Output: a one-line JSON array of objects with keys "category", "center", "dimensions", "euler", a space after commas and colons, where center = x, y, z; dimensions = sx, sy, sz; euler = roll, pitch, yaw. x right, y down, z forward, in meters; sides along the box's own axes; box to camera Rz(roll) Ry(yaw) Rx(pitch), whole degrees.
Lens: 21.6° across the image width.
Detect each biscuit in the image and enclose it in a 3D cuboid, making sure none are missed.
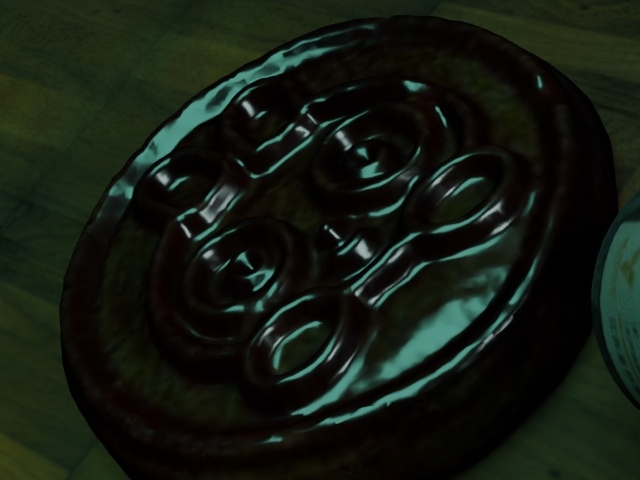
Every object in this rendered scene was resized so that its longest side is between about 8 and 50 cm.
[{"category": "biscuit", "center": [0.000, 0.000, 1.135], "dimensions": [0.407, 0.091, 0.407], "euler": [-18, 44, 19]}]

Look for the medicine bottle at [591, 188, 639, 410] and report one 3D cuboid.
[{"category": "medicine bottle", "center": [0.254, 0.032, 0.808], "dimensions": [0.165, 0.165, 0.273], "euler": [-44, 9, -10]}]
